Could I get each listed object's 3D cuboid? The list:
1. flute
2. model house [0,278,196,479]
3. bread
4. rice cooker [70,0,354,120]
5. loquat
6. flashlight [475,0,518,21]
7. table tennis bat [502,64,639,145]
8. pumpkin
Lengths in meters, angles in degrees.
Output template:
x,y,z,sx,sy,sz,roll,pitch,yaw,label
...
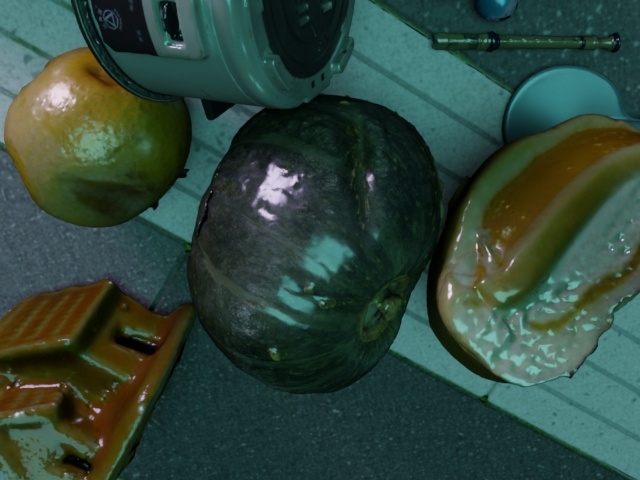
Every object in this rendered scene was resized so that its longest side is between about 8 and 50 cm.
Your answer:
x,y,z,sx,sy,sz,roll,pitch,yaw,label
0.255,-0.248,0.753,0.233,0.027,0.027,0,108,-2,flute
-0.323,0.176,0.778,0.239,0.268,0.173,28,125,-8,model house
0.245,0.013,0.708,0.300,0.341,0.210,-45,75,0,bread
-0.100,-0.247,0.575,0.227,0.241,0.280,14,135,25,rice cooker
-0.249,-0.111,0.694,0.213,0.213,0.212,-1,108,-2,loquat
0.237,-0.320,0.718,0.051,0.051,0.129,35,100,-12,flashlight
0.357,-0.149,0.785,0.238,0.038,0.148,4,106,1,table tennis bat
0.000,0.000,0.692,0.258,0.291,0.327,33,91,26,pumpkin
